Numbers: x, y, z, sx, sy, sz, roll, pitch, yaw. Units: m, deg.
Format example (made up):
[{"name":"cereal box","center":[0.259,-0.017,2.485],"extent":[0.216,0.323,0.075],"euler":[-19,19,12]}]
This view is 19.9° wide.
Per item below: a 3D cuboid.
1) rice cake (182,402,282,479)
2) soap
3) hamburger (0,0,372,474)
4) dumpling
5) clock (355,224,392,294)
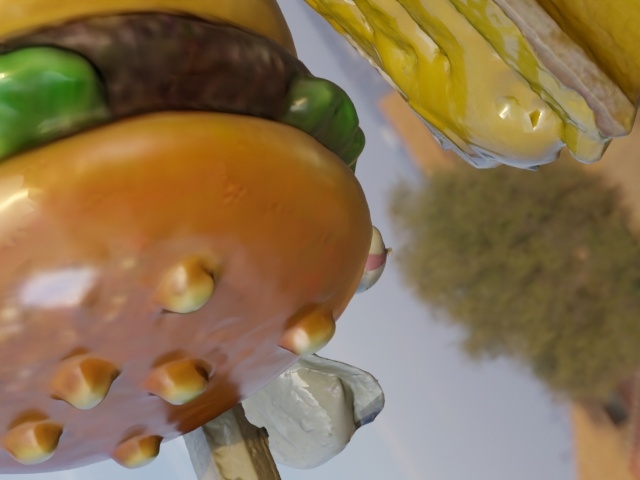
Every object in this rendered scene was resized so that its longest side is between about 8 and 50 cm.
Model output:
[{"name":"rice cake","center":[-0.073,0.143,1.366],"extent":[0.057,0.052,0.256],"euler":[19,-151,-33]},{"name":"soap","center":[0.043,-0.172,0.934],"extent":[0.281,0.143,0.259],"euler":[42,170,-14]},{"name":"hamburger","center":[-0.153,-0.019,1.184],"extent":[0.277,0.396,0.396],"euler":[67,-172,27]},{"name":"dumpling","center":[-0.025,0.161,1.884],"extent":[0.176,0.092,0.150],"euler":[-1,123,47]},{"name":"clock","center":[0.000,0.000,2.144],"extent":[0.231,0.144,0.103],"euler":[-120,23,-56]}]
